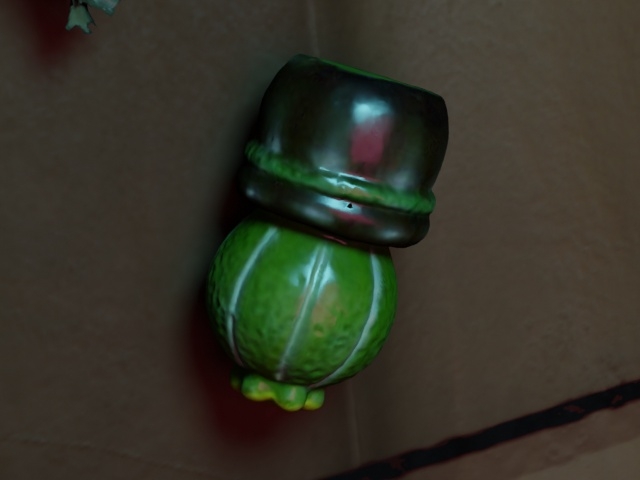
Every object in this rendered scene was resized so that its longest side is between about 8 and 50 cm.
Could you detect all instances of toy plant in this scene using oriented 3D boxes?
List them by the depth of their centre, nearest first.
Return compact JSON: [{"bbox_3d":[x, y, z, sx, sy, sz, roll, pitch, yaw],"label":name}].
[{"bbox_3d":[0.000,0.000,0.872,0.093,0.093,0.162,14,97,-29],"label":"toy plant"}]

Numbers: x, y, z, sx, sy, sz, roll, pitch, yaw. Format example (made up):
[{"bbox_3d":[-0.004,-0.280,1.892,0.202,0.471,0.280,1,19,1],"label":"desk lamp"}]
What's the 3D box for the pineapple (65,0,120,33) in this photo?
[{"bbox_3d":[-0.204,-0.184,0.699,0.361,0.175,0.175,23,92,-44],"label":"pineapple"}]
